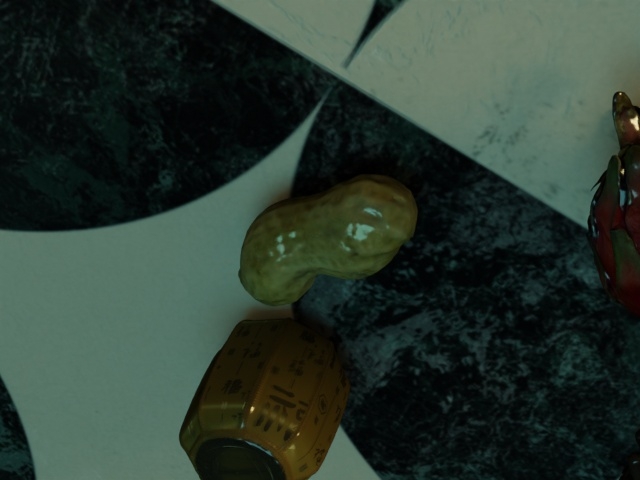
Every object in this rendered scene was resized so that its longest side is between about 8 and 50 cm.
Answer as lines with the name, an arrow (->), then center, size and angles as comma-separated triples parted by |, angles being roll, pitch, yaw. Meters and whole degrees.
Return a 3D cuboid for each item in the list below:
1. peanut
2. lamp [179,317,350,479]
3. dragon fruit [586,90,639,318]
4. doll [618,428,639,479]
peanut -> 0.000, 0.000, 1.521 | 0.229, 0.098, 0.103 | -19, 91, 34
lamp -> -0.058, 0.181, 1.625 | 0.161, 0.185, 0.161 | 12, 131, 14
dragon fruit -> 0.330, -0.014, 1.330 | 0.193, 0.192, 0.274 | -45, 109, 1
doll -> 0.383, 0.283, 1.631 | 0.139, 0.057, 0.165 | 15, 135, 5
